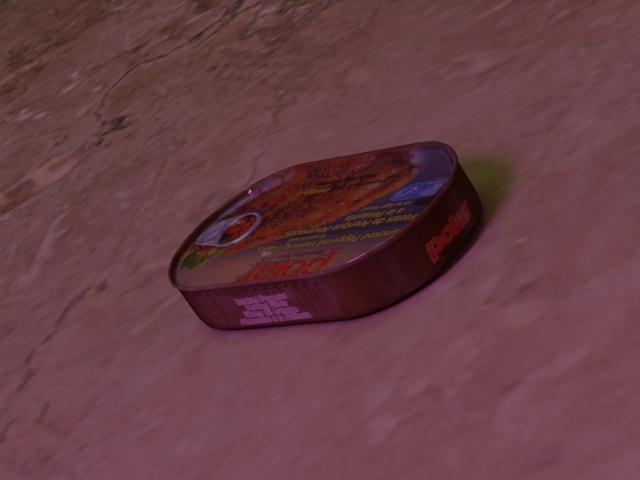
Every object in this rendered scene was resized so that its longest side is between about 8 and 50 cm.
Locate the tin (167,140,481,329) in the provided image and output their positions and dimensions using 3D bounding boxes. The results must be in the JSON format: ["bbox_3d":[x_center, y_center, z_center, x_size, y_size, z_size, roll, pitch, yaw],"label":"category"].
[{"bbox_3d":[0.000,0.000,0.995,0.190,0.040,0.106,-7,30,48],"label":"tin"}]
